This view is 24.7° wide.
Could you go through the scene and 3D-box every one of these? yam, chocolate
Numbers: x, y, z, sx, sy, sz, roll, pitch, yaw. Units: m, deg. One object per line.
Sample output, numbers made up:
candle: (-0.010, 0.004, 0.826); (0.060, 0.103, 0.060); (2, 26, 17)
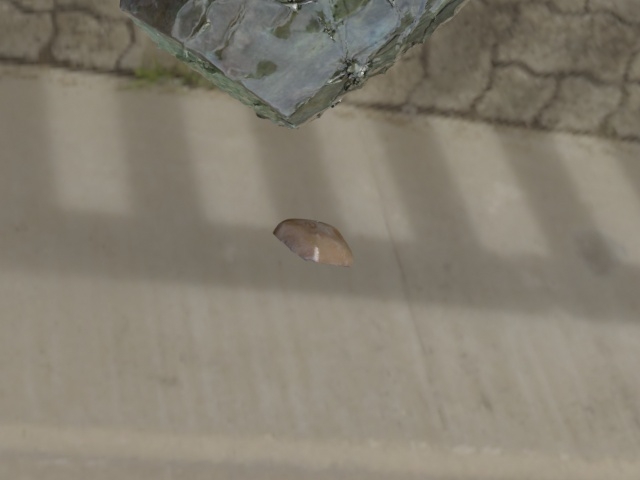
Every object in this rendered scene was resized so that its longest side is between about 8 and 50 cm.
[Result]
yam: (0.009, -0.208, 0.975); (0.271, 0.201, 0.202); (-35, 118, 31)
chocolate: (0.000, 0.000, 1.423); (0.031, 0.064, 0.101); (-58, 151, 11)
